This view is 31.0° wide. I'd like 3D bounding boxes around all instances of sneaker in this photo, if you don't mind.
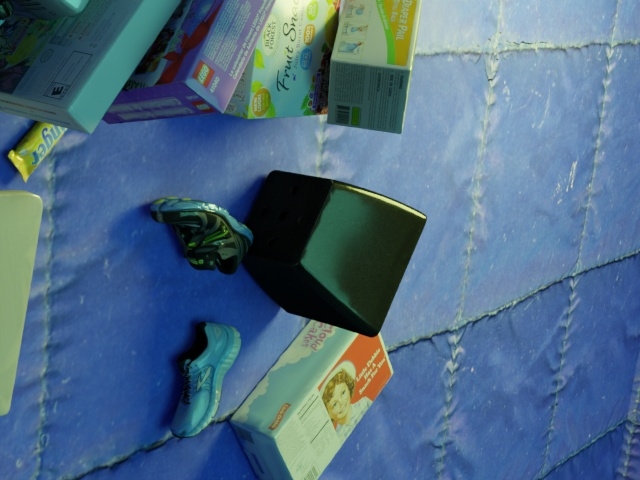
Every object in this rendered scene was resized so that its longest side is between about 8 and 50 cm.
[{"bbox_3d":[-0.168,0.180,1.524,0.073,0.063,0.162,28,75,-37],"label":"sneaker"},{"bbox_3d":[-0.147,-0.004,1.454,0.188,0.067,0.078,36,68,-57],"label":"sneaker"}]

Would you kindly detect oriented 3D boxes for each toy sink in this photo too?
[{"bbox_3d":[-0.379,0.051,1.097,0.153,0.131,0.234,-8,114,-53],"label":"toy sink"}]

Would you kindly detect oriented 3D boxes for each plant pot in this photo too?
[{"bbox_3d":[0.000,0.000,1.576,0.167,0.187,0.188,36,74,-43],"label":"plant pot"}]

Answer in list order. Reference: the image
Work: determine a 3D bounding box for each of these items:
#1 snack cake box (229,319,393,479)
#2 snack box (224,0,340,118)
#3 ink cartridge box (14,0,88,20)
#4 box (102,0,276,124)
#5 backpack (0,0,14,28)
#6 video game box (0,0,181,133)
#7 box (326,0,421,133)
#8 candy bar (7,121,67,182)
[{"bbox_3d":[-0.007,0.232,1.728,0.264,0.089,0.152,-50,137,-31],"label":"snack cake box"},{"bbox_3d":[-0.053,-0.263,1.478,0.174,0.070,0.207,-10,111,-54],"label":"snack box"},{"bbox_3d":[-0.261,-0.444,1.040,0.308,0.091,0.385,37,71,-37],"label":"ink cartridge box"},{"bbox_3d":[-0.120,-0.258,1.178,0.057,0.201,0.293,37,68,-36],"label":"box"},{"bbox_3d":[-0.371,-0.176,0.978,0.158,0.117,0.173,45,66,-52],"label":"backpack"},{"bbox_3d":[-0.244,-0.208,1.130,0.205,0.187,0.048,-60,145,-19],"label":"video game box"},{"bbox_3d":[0.075,-0.255,1.545,0.114,0.103,0.203,94,6,-47],"label":"box"},{"bbox_3d":[-0.282,-0.135,1.256,0.161,0.018,0.040,-55,142,-24],"label":"candy bar"}]
